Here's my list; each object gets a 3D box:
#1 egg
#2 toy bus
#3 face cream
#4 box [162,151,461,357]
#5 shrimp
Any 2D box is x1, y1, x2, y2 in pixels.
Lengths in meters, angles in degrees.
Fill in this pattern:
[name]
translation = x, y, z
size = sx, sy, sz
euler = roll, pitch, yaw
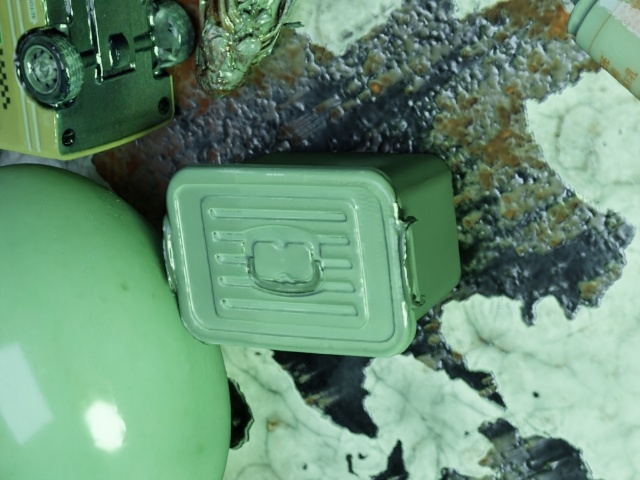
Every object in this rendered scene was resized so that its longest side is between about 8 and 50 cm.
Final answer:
[egg]
translation = -0.229, 0.117, 1.590
size = 0.276, 0.276, 0.389
euler = -25, 87, 35
[toy bus]
translation = -0.248, -0.265, 1.545
size = 0.201, 0.177, 0.365
euler = 8, 110, 37
[face cream]
translation = 0.239, -0.170, 1.308
size = 0.251, 0.101, 0.101
euler = 44, 123, 13
[box]
translation = 0.000, 0.000, 1.495
size = 0.243, 0.135, 0.163
euler = 1, 107, 32
[shrimp]
translation = -0.057, -0.204, 1.508
size = 0.190, 0.074, 0.073
euler = -54, 42, 22
